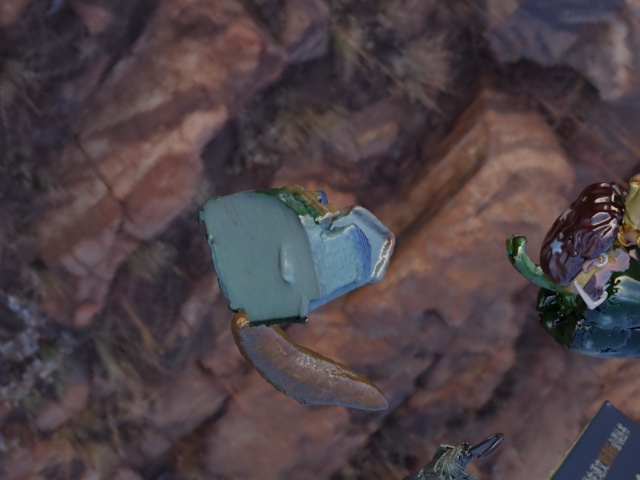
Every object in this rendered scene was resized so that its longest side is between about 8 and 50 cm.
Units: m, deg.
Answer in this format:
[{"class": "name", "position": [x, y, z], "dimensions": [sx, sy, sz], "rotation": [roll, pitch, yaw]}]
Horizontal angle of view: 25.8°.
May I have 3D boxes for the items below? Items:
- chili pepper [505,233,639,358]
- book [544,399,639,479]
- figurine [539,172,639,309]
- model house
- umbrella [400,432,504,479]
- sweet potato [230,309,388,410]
[{"class": "chili pepper", "position": [0.365, 0.071, 1.911], "dimensions": [0.261, 0.174, 0.165], "rotation": [11, 124, -14]}, {"class": "book", "position": [0.373, 0.339, 1.232], "dimensions": [0.039, 0.428, 0.300], "rotation": [-55, 169, 28]}, {"class": "figurine", "position": [0.358, -0.025, 1.629], "dimensions": [0.240, 0.116, 0.175], "rotation": [-40, -169, 30]}, {"class": "model house", "position": [0.000, 0.000, 1.216], "dimensions": [0.148, 0.120, 0.148], "rotation": [-16, -176, -40]}, {"class": "umbrella", "position": [0.090, 0.209, 1.215], "dimensions": [0.044, 0.044, 0.269], "rotation": [-44, -179, -35]}, {"class": "sweet potato", "position": [-0.036, 0.214, 2.301], "dimensions": [0.341, 0.092, 0.114], "rotation": [35, 139, -31]}]
